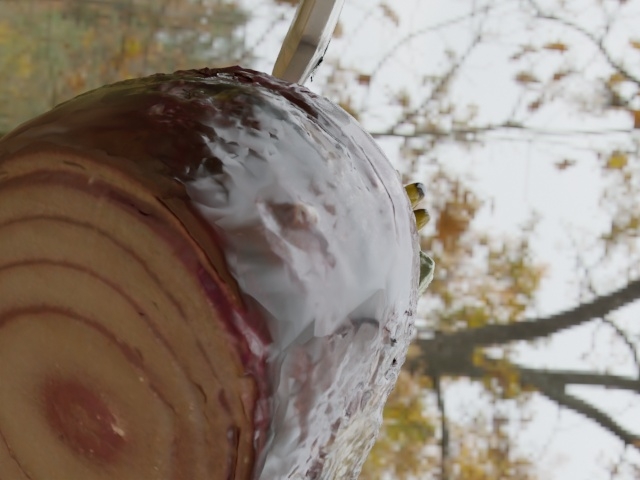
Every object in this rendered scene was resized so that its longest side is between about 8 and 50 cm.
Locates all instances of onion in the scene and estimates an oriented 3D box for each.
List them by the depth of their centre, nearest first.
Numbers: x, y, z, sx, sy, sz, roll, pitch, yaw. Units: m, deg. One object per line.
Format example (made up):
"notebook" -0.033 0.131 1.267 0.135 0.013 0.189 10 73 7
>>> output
"onion" -0.080 0.047 0.909 0.260 0.282 0.336 -35 143 -53

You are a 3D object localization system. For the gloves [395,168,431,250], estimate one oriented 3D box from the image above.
"gloves" 0.001 0.001 1.838 0.133 0.294 0.116 57 15 -45

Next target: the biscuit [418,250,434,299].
"biscuit" -0.029 0.074 1.301 0.252 0.150 0.052 -49 164 -20

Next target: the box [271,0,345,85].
"box" 0.026 -0.269 1.291 0.142 0.044 0.285 128 -17 -75
